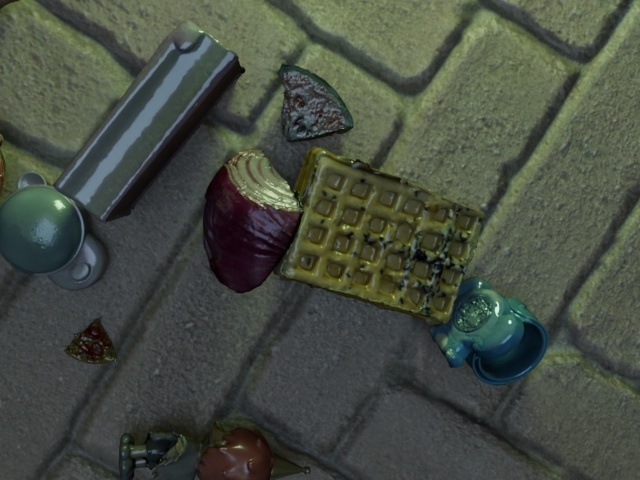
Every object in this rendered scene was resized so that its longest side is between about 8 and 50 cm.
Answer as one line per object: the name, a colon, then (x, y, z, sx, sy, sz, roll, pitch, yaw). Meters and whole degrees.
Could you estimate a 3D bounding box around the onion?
onion: (-0.167, -0.038, 1.239, 0.111, 0.250, 0.247, 18, 114, -45)

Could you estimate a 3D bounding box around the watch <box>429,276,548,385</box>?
watch: (0.352, 0.201, 1.351, 0.211, 0.211, 0.193, -47, 119, 3)

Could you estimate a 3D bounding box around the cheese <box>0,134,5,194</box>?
cheese: (-0.728, -0.110, 1.262, 0.217, 0.129, 0.329, 45, 106, -5)

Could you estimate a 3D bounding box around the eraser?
eraser: (-0.297, -0.213, 1.197, 0.122, 0.272, 0.359, 38, 95, -7)

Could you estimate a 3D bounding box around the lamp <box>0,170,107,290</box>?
lamp: (-0.531, -0.003, 1.296, 0.179, 0.108, 0.246, -44, 98, 7)

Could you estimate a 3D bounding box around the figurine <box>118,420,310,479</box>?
figurine: (-0.212, 0.444, 1.355, 0.387, 0.166, 0.207, 1, 131, -5)

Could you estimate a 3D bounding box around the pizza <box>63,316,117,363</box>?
pizza: (-0.483, 0.220, 1.366, 0.099, 0.029, 0.100, -18, 98, 0)

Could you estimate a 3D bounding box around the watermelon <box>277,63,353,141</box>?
watermelon: (-0.031, -0.259, 1.314, 0.187, 0.071, 0.139, 40, 100, -15)

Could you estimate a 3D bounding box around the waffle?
waffle: (0.112, 0.002, 1.286, 0.376, 0.114, 0.260, 20, 87, -17)

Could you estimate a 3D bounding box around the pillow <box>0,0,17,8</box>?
pillow: (-0.681, -0.468, 1.257, 0.248, 0.049, 0.135, -28, 97, 5)
